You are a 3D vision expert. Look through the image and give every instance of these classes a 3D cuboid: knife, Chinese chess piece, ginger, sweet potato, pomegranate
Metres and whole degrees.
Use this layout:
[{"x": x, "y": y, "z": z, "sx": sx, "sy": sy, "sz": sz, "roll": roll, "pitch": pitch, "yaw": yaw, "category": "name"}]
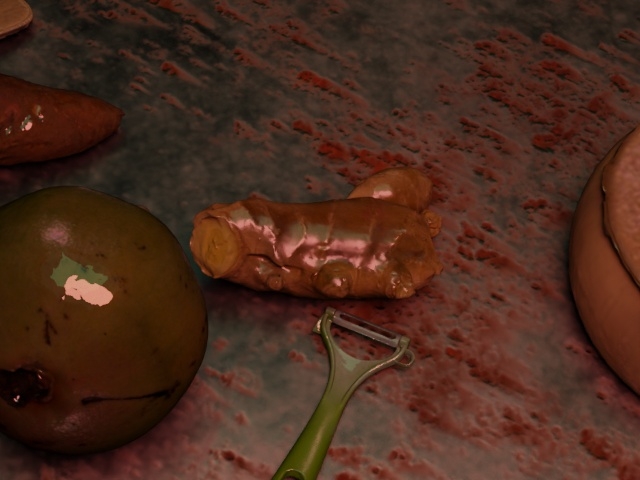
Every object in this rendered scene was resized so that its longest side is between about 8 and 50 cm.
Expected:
[{"x": 0.007, "y": 0.124, "z": 0.898, "sx": 0.078, "sy": 0.022, "sz": 0.166, "roll": 18, "pitch": 56, "yaw": 14, "category": "knife"}, {"x": 0.322, "y": 0.016, "z": 0.944, "sx": 0.270, "sy": 0.112, "sz": 0.270, "roll": 3, "pitch": 57, "yaw": -4, "category": "Chinese chess piece"}, {"x": 0.011, "y": 0.008, "z": 0.941, "sx": 0.206, "sy": 0.081, "sz": 0.115, "roll": -15, "pitch": 73, "yaw": -21, "category": "ginger"}, {"x": -0.324, "y": -0.097, "z": 0.960, "sx": 0.342, "sy": 0.114, "sz": 0.092, "roll": -1, "pitch": 93, "yaw": -5, "category": "sweet potato"}, {"x": -0.161, "y": 0.033, "z": 0.852, "sx": 0.179, "sy": 0.179, "sz": 0.210, "roll": 5, "pitch": 57, "yaw": -2, "category": "pomegranate"}]

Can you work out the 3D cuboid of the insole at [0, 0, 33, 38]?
[{"x": -0.362, "y": -0.172, "z": 1.040, "sx": 0.248, "sy": 0.011, "sz": 0.081, "roll": -15, "pitch": 45, "yaw": -21, "category": "insole"}]
